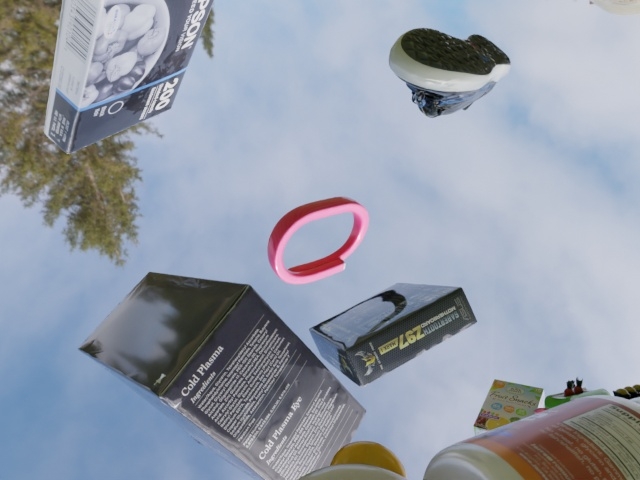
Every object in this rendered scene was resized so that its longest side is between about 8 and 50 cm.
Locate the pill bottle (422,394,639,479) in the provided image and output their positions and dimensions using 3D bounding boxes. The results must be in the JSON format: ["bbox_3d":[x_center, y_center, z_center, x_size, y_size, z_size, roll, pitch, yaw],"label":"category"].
[{"bbox_3d":[0.192,0.184,0.354,0.216,0.121,0.121,-5,-139,-28],"label":"pill bottle"}]

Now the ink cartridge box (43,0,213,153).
[{"bbox_3d":[-0.175,-0.201,0.504,0.045,0.206,0.208,45,-133,-3],"label":"ink cartridge box"}]

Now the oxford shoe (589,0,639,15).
[{"bbox_3d":[0.376,-0.385,0.680,0.397,0.146,0.140,25,-99,22],"label":"oxford shoe"}]

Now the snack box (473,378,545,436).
[{"bbox_3d":[0.374,0.341,0.960,0.100,0.037,0.141,3,-151,37],"label":"snack box"}]

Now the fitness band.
[{"bbox_3d":[0.000,0.000,1.186,0.291,0.208,0.054,-17,-139,-34],"label":"fitness band"}]

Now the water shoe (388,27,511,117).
[{"bbox_3d":[0.122,-0.149,0.470,0.203,0.080,0.073,-23,-114,-47],"label":"water shoe"}]

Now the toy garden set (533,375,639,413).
[{"bbox_3d":[0.383,0.188,0.575,0.204,0.244,0.049,6,-103,-37],"label":"toy garden set"}]

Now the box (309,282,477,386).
[{"bbox_3d":[0.094,0.129,0.731,0.184,0.233,0.059,-25,-88,-14],"label":"box"}]

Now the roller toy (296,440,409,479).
[{"bbox_3d":[0.023,0.281,0.368,0.209,0.146,0.191,-22,-121,-38],"label":"roller toy"}]

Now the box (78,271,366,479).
[{"bbox_3d":[-0.161,0.222,0.780,0.343,0.312,0.179,0,-133,48],"label":"box"}]
